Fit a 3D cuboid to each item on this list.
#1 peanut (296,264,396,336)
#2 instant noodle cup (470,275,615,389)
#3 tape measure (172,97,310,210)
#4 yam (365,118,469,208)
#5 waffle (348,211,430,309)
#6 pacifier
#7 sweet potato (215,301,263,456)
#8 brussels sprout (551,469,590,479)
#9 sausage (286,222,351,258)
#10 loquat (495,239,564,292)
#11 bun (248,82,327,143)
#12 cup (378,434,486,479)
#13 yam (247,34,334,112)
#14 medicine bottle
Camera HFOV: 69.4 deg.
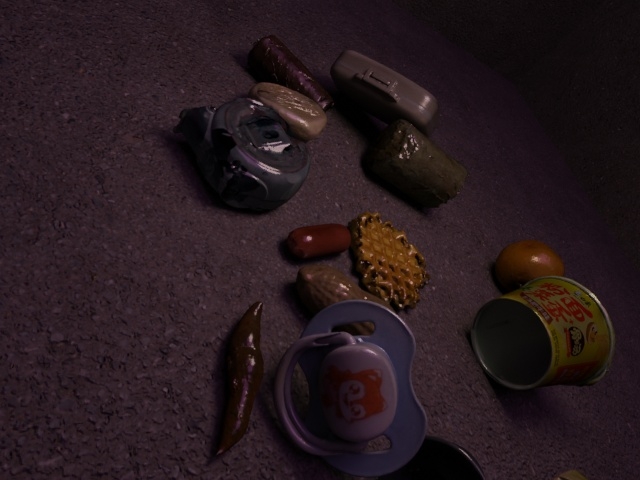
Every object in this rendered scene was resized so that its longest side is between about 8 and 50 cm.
[{"bbox_3d":[0.056,0.141,0.980,0.257,0.123,0.123,37,39,-1],"label":"peanut"},{"bbox_3d":[0.563,0.255,1.214,0.222,0.311,0.311,-4,60,-33],"label":"instant noodle cup"},{"bbox_3d":[-0.154,-0.196,1.052,0.275,0.147,0.256,-18,70,-47],"label":"tape measure"},{"bbox_3d":[0.301,-0.236,1.465,0.300,0.195,0.195,31,41,-20],"label":"yam"},{"bbox_3d":[0.174,0.046,1.206,0.280,0.060,0.262,51,38,7],"label":"waffle"},{"bbox_3d":[0.065,0.260,0.848,0.233,0.245,0.298,25,58,-72],"label":"pacifier"},{"bbox_3d":[-0.130,0.222,0.776,0.067,0.067,0.273,26,44,-23],"label":"sweet potato"},{"bbox_3d":[0.570,0.630,0.951,0.220,0.210,0.271,21,29,-35],"label":"brussels sprout"},{"bbox_3d":[0.000,0.000,1.080,0.194,0.077,0.077,-7,62,-47],"label":"sausage"},{"bbox_3d":[0.685,0.100,1.519,0.208,0.208,0.207,24,43,-25],"label":"loquat"},{"bbox_3d":[-0.093,-0.333,1.253,0.210,0.116,0.237,-4,45,-41],"label":"bun"},{"bbox_3d":[0.222,0.441,0.834,0.150,0.199,0.199,15,45,-59],"label":"cup"},{"bbox_3d":[-0.084,-0.474,1.381,0.279,0.131,0.131,46,38,-2],"label":"yam"},{"bbox_3d":[0.215,-0.474,1.526,0.375,0.122,0.282,36,6,15],"label":"medicine bottle"}]
